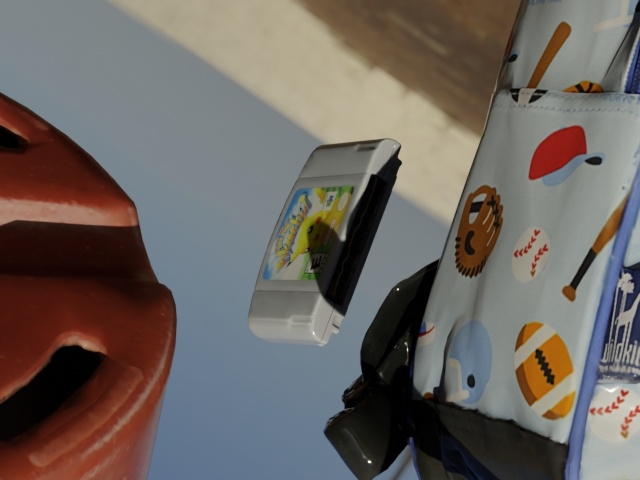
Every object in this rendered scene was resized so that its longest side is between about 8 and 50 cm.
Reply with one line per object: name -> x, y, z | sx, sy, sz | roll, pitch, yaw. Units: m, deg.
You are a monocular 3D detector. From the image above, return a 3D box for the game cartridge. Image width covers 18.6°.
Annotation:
game cartridge -> 0.000, 0.000, 0.752 | 0.017, 0.083, 0.056 | 27, 165, -25

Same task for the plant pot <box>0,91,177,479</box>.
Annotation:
plant pot -> -0.167, 0.100, 0.512 | 0.272, 0.265, 0.272 | 14, -148, -9

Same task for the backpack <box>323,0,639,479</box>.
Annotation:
backpack -> 0.172, -0.017, 0.635 | 0.276, 0.263, 0.213 | 14, 170, -31
